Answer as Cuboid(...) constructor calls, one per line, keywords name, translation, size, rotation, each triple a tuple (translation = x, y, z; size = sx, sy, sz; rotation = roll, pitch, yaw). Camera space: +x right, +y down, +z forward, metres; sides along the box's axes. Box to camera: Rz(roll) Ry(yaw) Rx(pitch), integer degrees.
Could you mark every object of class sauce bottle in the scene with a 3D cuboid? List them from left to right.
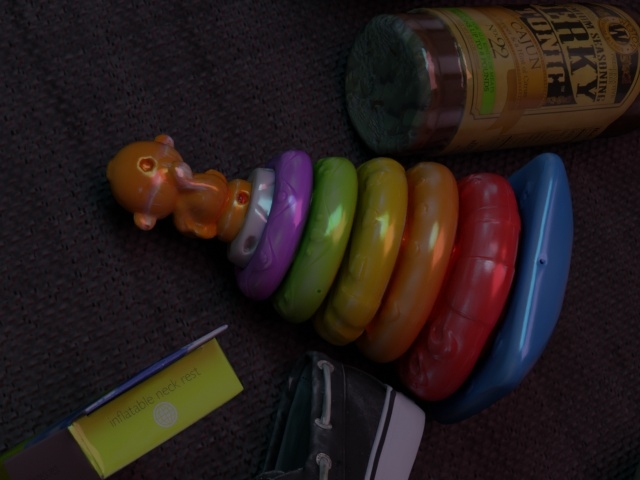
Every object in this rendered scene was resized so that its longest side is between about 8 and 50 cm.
Cuboid(name="sauce bottle", translation=(0.184, -0.129, 1.341), size=(0.344, 0.111, 0.111), rotation=(-9, 78, -34))

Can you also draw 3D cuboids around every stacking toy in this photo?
Cuboid(name="stacking toy", translation=(0.000, 0.000, 1.172), size=(0.302, 0.166, 0.175), rotation=(17, 69, -13))

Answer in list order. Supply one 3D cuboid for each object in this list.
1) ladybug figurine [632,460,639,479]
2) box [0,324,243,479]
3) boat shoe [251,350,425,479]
Cuboid(name="ladybug figurine", translation=(0.422, 0.287, 1.249), size=(0.449, 0.162, 0.305), rotation=(42, 33, -2))
Cuboid(name="box", translation=(-0.123, 0.110, 1.023), size=(0.109, 0.178, 0.042), rotation=(-31, 91, -35))
Cuboid(name="boat shoe", translation=(-0.017, 0.185, 1.077), size=(0.105, 0.113, 0.306), rotation=(35, 44, -12))
